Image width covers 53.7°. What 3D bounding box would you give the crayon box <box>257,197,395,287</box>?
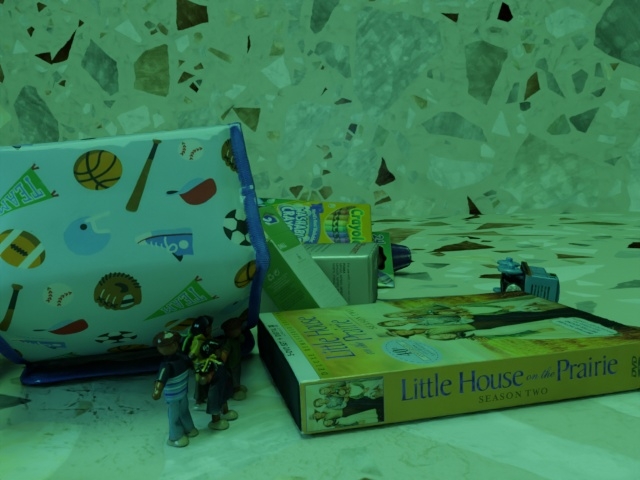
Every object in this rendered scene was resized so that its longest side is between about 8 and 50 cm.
[{"bbox_3d":[0.000,0.000,1.373,0.323,0.083,0.203,4,36,-1],"label":"crayon box"}]

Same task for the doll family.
[{"bbox_3d":[-0.126,0.135,0.677,0.076,0.111,0.193,-2,8,0],"label":"doll family"}]

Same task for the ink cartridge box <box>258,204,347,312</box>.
[{"bbox_3d":[-0.052,0.048,0.995,0.062,0.209,0.109,-38,-4,17],"label":"ink cartridge box"}]

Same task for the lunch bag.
[{"bbox_3d":[-0.248,0.052,0.834,0.328,0.238,0.385,-6,-24,-14],"label":"lunch bag"}]

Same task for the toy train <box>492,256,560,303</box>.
[{"bbox_3d":[0.365,0.080,1.126,0.105,0.080,0.184,9,8,14],"label":"toy train"}]

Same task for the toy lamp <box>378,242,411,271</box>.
[{"bbox_3d":[0.074,0.047,1.451,0.275,0.080,0.080,-3,7,-15],"label":"toy lamp"}]

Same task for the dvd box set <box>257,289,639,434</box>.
[{"bbox_3d":[0.146,0.133,0.805,0.421,0.062,0.308,-4,7,-13],"label":"dvd box set"}]

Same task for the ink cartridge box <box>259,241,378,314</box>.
[{"bbox_3d":[-0.033,0.070,1.156,0.273,0.114,0.197,-2,6,9],"label":"ink cartridge box"}]
